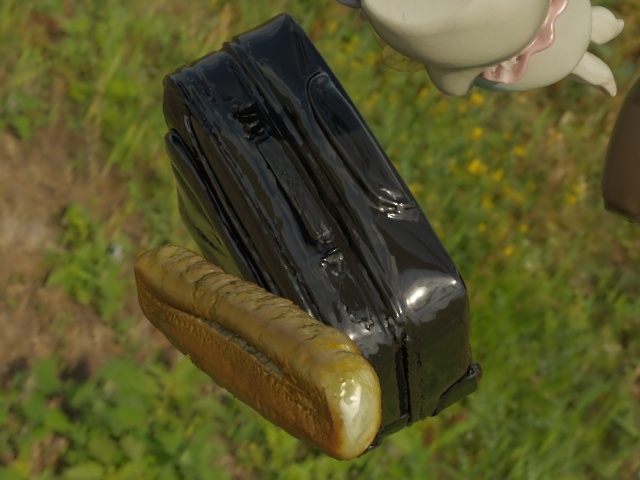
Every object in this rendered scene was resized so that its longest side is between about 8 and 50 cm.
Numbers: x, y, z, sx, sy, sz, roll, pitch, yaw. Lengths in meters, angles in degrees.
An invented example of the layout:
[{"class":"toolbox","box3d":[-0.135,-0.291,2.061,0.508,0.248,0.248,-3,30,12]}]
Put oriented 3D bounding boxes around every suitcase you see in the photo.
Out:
[{"class":"suitcase","box3d":[0.000,0.000,1.634,0.188,0.339,0.345,-27,68,-8]}]

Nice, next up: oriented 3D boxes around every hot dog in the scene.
[{"class":"hot dog","box3d":[-0.045,0.067,1.243,0.061,0.088,0.286,-21,32,-27]}]

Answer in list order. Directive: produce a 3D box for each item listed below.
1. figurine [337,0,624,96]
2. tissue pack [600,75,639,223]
[{"class":"figurine","box3d":[0.108,-0.151,1.208,0.235,0.155,0.127,28,54,-61]},{"class":"tissue pack","box3d":[0.548,-0.091,2.149,0.387,0.277,0.267,26,1,42]}]
